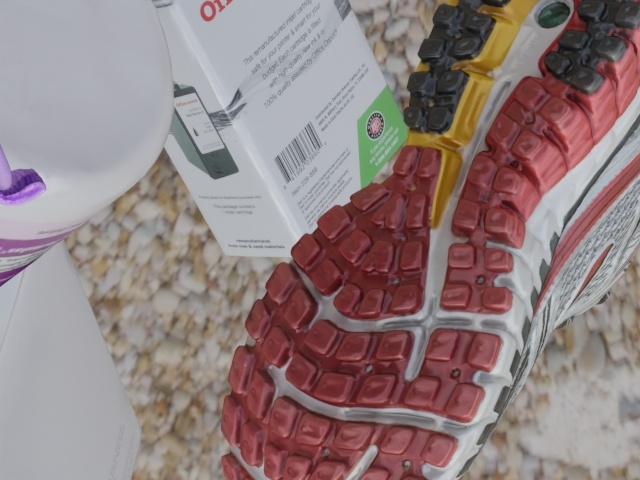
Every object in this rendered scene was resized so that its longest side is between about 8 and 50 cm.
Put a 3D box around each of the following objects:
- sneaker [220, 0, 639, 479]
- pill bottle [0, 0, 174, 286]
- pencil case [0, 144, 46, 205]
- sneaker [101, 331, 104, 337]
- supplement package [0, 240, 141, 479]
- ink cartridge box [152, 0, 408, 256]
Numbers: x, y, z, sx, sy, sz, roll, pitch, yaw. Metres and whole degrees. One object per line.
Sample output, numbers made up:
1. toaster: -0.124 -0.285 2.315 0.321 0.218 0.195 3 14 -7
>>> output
1. sneaker: 0.054 0.012 0.444 0.225 0.088 0.093 -57 140 -6
2. pill bottle: -0.218 -0.030 0.656 0.301 0.169 0.169 -33 102 37
3. pencil case: -0.176 -0.014 0.329 0.206 0.086 0.088 -22 108 -10
4. sneaker: -0.283 0.173 1.347 0.098 0.083 0.223 16 76 17
5. supplement package: -0.241 0.120 0.916 0.178 0.175 0.293 5 146 9
6. ink cartridge box: -0.059 -0.159 1.387 0.122 0.211 0.289 1 128 42
